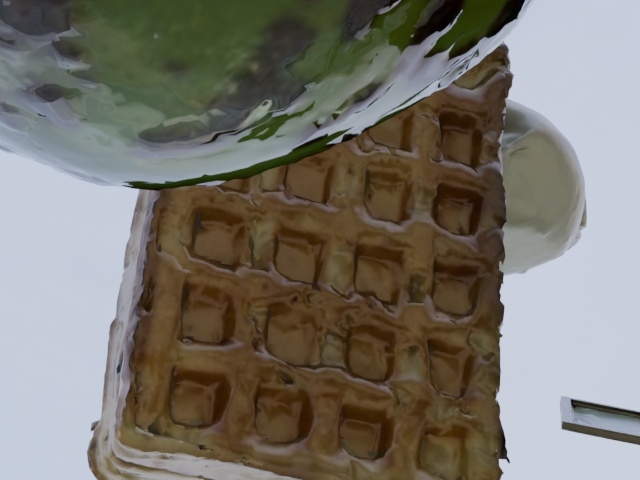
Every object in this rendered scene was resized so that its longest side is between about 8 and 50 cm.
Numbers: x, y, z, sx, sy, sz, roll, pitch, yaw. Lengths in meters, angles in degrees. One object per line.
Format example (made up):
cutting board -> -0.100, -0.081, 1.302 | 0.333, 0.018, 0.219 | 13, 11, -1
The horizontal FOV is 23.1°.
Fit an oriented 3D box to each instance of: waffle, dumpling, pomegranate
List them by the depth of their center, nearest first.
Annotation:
pomegranate -> -0.027, -0.132, 0.396 | 0.231, 0.286, 0.230 | 5, -106, -17
waffle -> 0.000, 0.001, 0.876 | 0.213, 0.091, 0.308 | 14, -117, -16
dumpling -> 0.121, -0.043, 1.220 | 0.250, 0.162, 0.132 | 34, -107, -55

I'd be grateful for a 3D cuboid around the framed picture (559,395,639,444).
framed picture -> 0.276, 0.146, 1.150 | 0.201, 0.136, 0.010 | 10, -86, 8
